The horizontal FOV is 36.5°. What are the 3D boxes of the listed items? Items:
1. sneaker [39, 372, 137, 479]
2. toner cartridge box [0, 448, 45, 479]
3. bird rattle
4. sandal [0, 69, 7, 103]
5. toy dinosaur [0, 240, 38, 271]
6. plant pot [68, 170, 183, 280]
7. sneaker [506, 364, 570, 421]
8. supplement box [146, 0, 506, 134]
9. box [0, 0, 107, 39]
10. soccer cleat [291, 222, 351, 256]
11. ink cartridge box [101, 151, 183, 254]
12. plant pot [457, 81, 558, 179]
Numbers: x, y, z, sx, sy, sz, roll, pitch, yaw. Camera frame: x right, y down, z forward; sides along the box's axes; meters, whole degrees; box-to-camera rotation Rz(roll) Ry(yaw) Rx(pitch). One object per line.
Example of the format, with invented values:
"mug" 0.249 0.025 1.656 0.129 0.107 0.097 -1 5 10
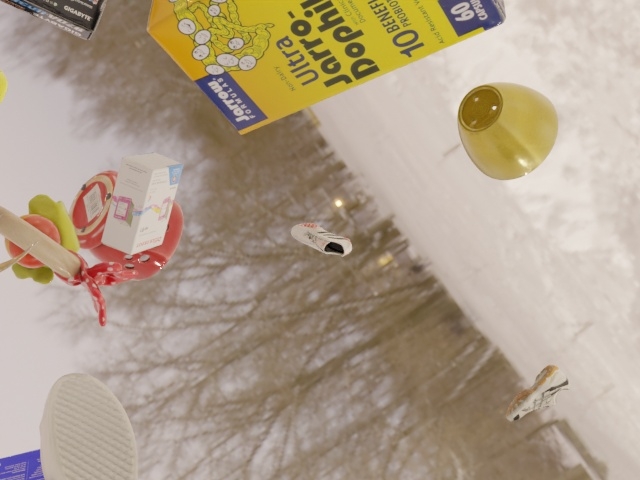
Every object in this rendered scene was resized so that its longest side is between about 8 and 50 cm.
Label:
"sneaker" -0.320 0.363 1.285 0.135 0.150 0.366 11 -130 -42
"toner cartridge box" -0.511 0.444 1.585 0.075 0.347 0.165 52 -153 -53
"bird rattle" -0.416 0.025 1.469 0.253 0.143 0.207 37 177 42
"sandal" -0.629 -0.314 1.545 0.317 0.126 0.138 33 174 31
"toy dinosaur" -0.441 0.047 1.213 0.092 0.183 0.053 21 129 62
"plant pot" -0.403 -0.035 1.957 0.174 0.191 0.191 30 -160 -42
"sneaker" 0.249 0.182 1.103 0.037 0.083 0.032 41 -167 -9
"supplement box" 0.006 -0.307 1.121 0.194 0.356 0.195 47 -147 -41
"box" -0.386 -0.402 1.330 0.220 0.175 0.051 22 167 -20
"soccer cleat" 0.000 0.000 1.253 0.083 0.029 0.035 20 -157 7
"ink cartridge box" -0.238 -0.050 1.297 0.052 0.122 0.088 23 -164 15
"plant pot" 0.238 -0.160 1.301 0.095 0.134 0.134 25 -155 -49
